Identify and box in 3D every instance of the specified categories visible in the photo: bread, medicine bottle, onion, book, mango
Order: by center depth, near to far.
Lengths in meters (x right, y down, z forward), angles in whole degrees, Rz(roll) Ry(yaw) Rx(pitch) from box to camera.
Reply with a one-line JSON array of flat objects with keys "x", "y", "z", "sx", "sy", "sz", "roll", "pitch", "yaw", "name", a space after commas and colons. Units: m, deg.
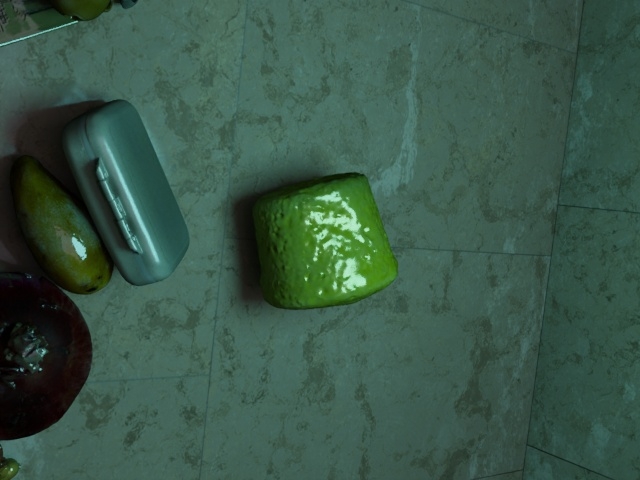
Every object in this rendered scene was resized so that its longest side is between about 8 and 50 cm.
[{"x": -0.609, "y": 0.227, "z": 1.543, "sx": 0.348, "sy": 0.285, "sz": 0.347, "roll": 7, "pitch": 78, "yaw": -33, "name": "onion"}, {"x": -0.620, "y": -0.486, "z": 1.591, "sx": 0.231, "sy": 0.026, "sz": 0.161, "roll": -29, "pitch": 113, "yaw": -29, "name": "book"}, {"x": -0.537, "y": -0.032, "z": 1.626, "sx": 0.146, "sy": 0.193, "sz": 0.316, "roll": -25, "pitch": 101, "yaw": -1, "name": "mango"}, {"x": -0.405, "y": -0.102, "z": 1.673, "sx": 0.123, "sy": 0.282, "sz": 0.375, "roll": -17, "pitch": 108, "yaw": 12, "name": "medicine bottle"}, {"x": 0.000, "y": 0.000, "z": 1.935, "sx": 0.348, "sy": 0.348, "sz": 0.307, "roll": -23, "pitch": 105, "yaw": -32, "name": "bread"}]

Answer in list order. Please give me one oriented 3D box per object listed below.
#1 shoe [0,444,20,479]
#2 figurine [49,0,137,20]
[{"x": -0.681, "y": 0.473, "z": 1.661, "sx": 0.069, "sy": 0.072, "sz": 0.109, "roll": -40, "pitch": 118, "yaw": -19, "name": "shoe"}, {"x": -0.472, "y": -0.581, "z": 1.573, "sx": 0.342, "sy": 0.167, "sz": 0.285, "roll": 4, "pitch": 87, "yaw": -48, "name": "figurine"}]
